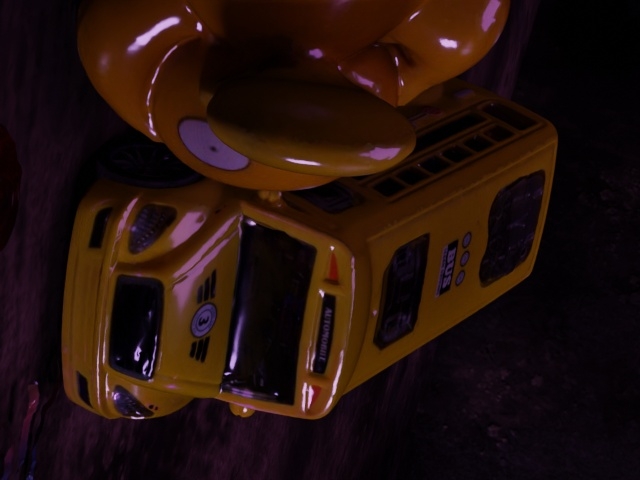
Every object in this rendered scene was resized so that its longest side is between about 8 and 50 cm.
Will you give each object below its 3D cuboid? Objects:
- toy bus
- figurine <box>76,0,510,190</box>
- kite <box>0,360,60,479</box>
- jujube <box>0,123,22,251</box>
[{"bbox_3d":[0.000,0.000,1.113,0.331,0.151,0.145,-28,134,-51],"label":"toy bus"},{"bbox_3d":[-0.010,-0.129,0.914,0.215,0.215,0.228,-41,137,-72],"label":"figurine"},{"bbox_3d":[-0.170,0.185,1.029,0.141,0.015,0.245,-50,153,-69],"label":"kite"},{"bbox_3d":[-0.146,-0.022,0.710,0.129,0.077,0.077,-51,155,-87],"label":"jujube"}]
